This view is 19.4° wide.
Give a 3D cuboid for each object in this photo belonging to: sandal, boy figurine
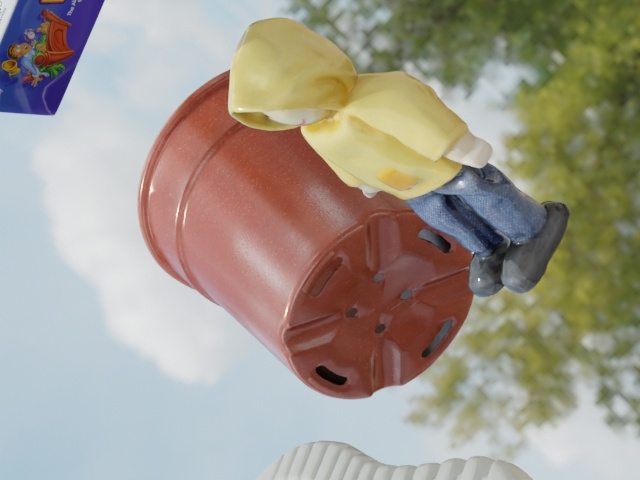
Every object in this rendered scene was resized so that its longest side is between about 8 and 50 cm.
[{"bbox_3d":[0.039,0.237,1.318,0.102,0.169,0.416,36,162,-19],"label":"sandal"},{"bbox_3d":[0.057,-0.066,1.395,0.285,0.092,0.177,34,161,-25],"label":"boy figurine"}]

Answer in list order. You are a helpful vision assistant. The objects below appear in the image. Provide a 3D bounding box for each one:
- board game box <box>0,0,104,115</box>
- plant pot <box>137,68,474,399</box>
[{"bbox_3d":[-0.215,-0.298,1.339,0.078,0.347,0.233,0,-145,-46],"label":"board game box"},{"bbox_3d":[0.000,0.000,1.798,0.272,0.272,0.265,32,-170,-41],"label":"plant pot"}]
